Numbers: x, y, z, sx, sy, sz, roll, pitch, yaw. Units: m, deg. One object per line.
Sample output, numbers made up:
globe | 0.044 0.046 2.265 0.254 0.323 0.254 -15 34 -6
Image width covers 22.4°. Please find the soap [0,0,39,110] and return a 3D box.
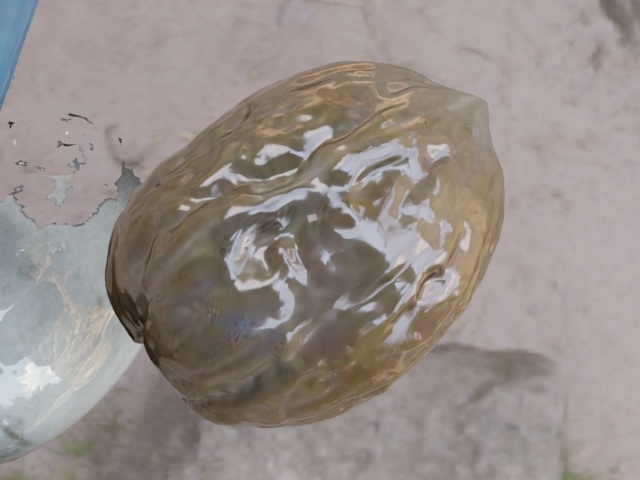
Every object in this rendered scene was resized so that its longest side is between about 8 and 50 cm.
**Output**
soap | -0.124 -0.108 0.445 0.077 0.293 0.156 1 51 -25

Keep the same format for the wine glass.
wine glass | -0.231 0.080 1.034 0.190 0.190 0.357 53 41 -22

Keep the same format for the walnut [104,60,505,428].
walnut | -0.001 -0.001 0.867 0.230 0.178 0.178 -39 114 4
